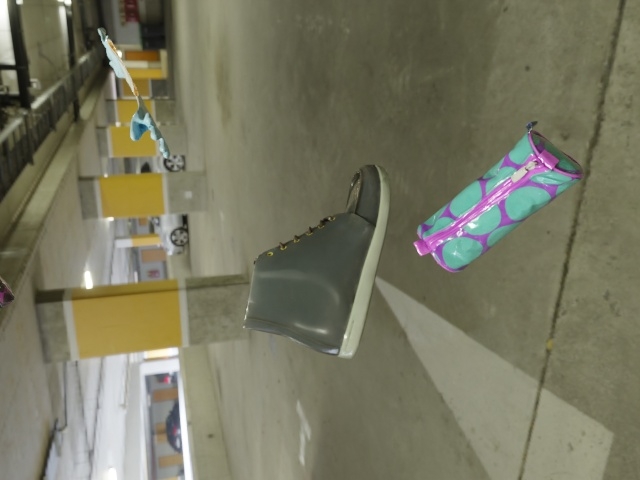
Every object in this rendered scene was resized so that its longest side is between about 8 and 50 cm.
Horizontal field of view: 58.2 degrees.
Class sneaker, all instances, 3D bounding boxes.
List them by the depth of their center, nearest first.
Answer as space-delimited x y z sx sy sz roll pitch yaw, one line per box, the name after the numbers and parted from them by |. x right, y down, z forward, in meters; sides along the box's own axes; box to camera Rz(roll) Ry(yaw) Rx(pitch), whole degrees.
0.000 0.000 0.585 0.083 0.118 0.222 109 176 -58 | sneaker

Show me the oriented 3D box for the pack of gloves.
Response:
-0.310 -0.230 0.913 0.232 0.046 0.195 47 164 57 | pack of gloves

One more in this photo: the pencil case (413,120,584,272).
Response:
0.160 -0.034 0.532 0.151 0.070 0.064 -45 66 35 | pencil case

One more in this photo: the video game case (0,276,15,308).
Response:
-0.410 0.024 0.459 0.042 0.210 0.232 29 148 44 | video game case
